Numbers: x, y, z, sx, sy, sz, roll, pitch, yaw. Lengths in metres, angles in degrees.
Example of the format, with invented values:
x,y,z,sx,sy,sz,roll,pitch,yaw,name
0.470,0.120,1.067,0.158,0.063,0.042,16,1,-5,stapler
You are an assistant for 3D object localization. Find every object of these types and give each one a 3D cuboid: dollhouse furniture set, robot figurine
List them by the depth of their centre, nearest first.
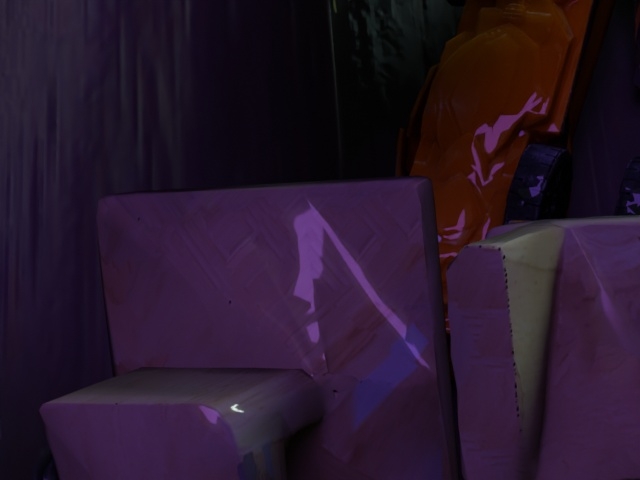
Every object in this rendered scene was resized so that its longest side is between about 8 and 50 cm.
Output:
x,y,z,sx,sy,sz,roll,pitch,yaw,name
0.000,0.000,0.660,0.362,0.256,0.394,-2,97,28,dollhouse furniture set
0.129,-0.078,0.780,0.211,0.085,0.291,11,66,20,robot figurine
